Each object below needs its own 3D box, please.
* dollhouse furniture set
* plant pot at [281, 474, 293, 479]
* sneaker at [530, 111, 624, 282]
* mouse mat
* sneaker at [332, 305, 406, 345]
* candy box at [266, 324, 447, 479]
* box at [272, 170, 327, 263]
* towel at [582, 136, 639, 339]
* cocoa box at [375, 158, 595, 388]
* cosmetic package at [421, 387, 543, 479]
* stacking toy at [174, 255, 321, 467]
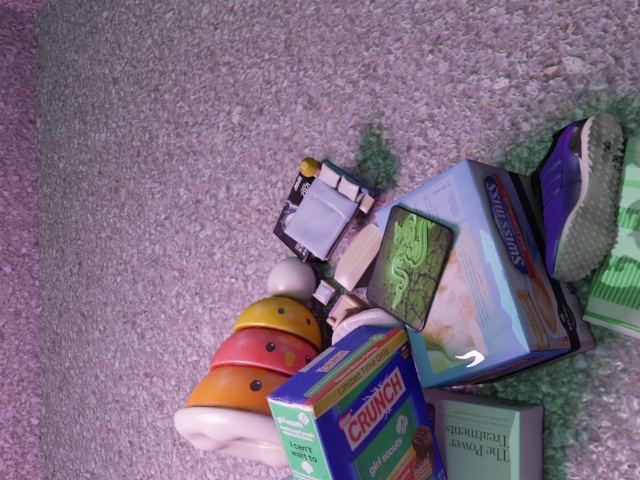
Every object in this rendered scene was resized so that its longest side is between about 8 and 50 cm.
[{"bbox_3d":[0.000,0.000,1.469,0.303,0.198,0.286,38,103,22],"label":"dollhouse furniture set"},{"bbox_3d":[-0.012,0.598,1.527,0.234,0.165,0.166,-37,60,43],"label":"plant pot"},{"bbox_3d":[0.426,-0.069,1.188,0.146,0.102,0.294,1,73,62],"label":"sneaker"},{"bbox_3d":[0.151,0.046,1.203,0.152,0.007,0.190,29,107,47],"label":"mouse mat"},{"bbox_3d":[0.104,0.187,1.401,0.124,0.180,0.321,41,140,4],"label":"sneaker"},{"bbox_3d":[0.073,0.345,1.178,0.122,0.268,0.317,-5,108,44],"label":"candy box"},{"bbox_3d":[-0.018,-0.057,1.666,0.147,0.077,0.180,43,115,40],"label":"box"},{"bbox_3d":[0.566,0.009,1.084,0.247,0.038,0.325,19,99,46],"label":"towel"},{"bbox_3d":[0.286,0.067,1.229,0.231,0.227,0.347,-31,64,40],"label":"cocoa box"},{"bbox_3d":[0.241,0.443,1.329,0.377,0.097,0.285,-4,85,46],"label":"cosmetic package"},{"bbox_3d":[-0.113,0.249,1.568,0.350,0.350,0.480,-17,52,43],"label":"stacking toy"}]
